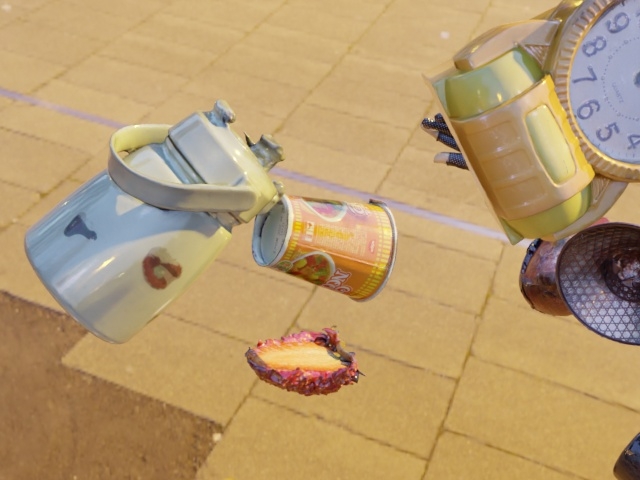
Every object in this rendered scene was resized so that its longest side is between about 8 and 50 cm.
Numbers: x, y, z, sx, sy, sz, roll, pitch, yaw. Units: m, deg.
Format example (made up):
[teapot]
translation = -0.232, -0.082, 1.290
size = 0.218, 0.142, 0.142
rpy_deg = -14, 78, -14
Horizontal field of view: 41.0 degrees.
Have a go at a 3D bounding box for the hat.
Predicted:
[hat]
translation = 0.425, 0.044, 1.163
size = 0.193, 0.193, 0.082
rpy_deg = 24, 42, 25

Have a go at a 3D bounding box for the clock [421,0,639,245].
[clock]
translation = 0.302, -0.166, 0.968
size = 0.317, 0.244, 0.200
rpy_deg = -30, 19, 3

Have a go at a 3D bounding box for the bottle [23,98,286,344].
[bottle]
translation = -0.211, -0.046, 1.164
size = 0.351, 0.229, 0.229
rpy_deg = -39, 43, 3

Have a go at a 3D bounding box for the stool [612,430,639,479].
[stool]
translation = 0.568, 0.373, 1.425
size = 0.121, 0.125, 0.217
rpy_deg = 39, 11, 33

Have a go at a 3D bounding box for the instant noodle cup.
[instant noodle cup]
translation = 0.000, 0.000, 1.325
size = 0.185, 0.168, 0.168
rpy_deg = 13, 28, -31

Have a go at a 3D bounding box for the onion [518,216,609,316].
[onion]
translation = 0.397, 0.050, 1.311
size = 0.147, 0.184, 0.184
rpy_deg = 44, 29, -21

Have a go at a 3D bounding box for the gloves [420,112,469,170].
[gloves]
translation = 0.297, -0.221, 1.788
size = 0.180, 0.129, 0.106
rpy_deg = 27, 39, 29

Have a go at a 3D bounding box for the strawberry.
[strawberry]
translation = -0.041, 0.215, 1.462
size = 0.208, 0.087, 0.167
rpy_deg = 1, 22, -23
